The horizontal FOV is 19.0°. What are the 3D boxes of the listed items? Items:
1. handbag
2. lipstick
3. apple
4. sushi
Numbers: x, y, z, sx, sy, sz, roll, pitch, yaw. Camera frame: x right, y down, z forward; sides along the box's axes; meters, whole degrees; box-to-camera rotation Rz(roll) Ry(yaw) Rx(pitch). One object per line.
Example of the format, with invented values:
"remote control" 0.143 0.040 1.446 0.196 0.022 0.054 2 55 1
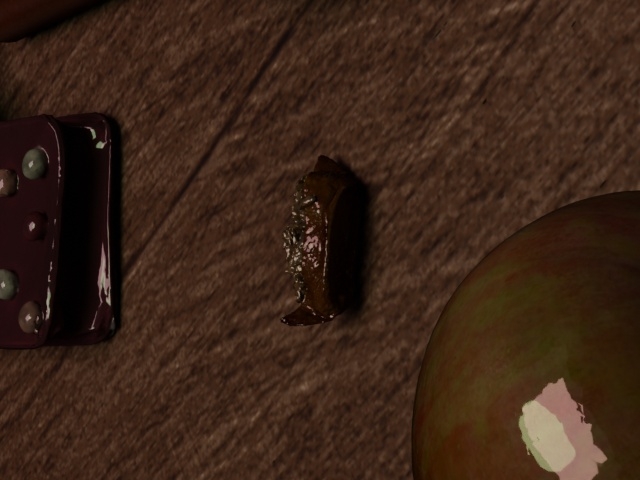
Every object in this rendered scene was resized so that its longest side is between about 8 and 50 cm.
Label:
"handbag" -0.258 -0.007 1.647 0.216 0.074 0.203 -3 84 52
"lipstick" -0.180 -0.229 1.581 0.356 0.057 0.057 -13 77 50
"apple" 0.161 0.107 0.968 0.234 0.257 0.257 -41 56 45
"sushi" 0.000 0.000 1.342 0.055 0.052 0.120 5 93 37
